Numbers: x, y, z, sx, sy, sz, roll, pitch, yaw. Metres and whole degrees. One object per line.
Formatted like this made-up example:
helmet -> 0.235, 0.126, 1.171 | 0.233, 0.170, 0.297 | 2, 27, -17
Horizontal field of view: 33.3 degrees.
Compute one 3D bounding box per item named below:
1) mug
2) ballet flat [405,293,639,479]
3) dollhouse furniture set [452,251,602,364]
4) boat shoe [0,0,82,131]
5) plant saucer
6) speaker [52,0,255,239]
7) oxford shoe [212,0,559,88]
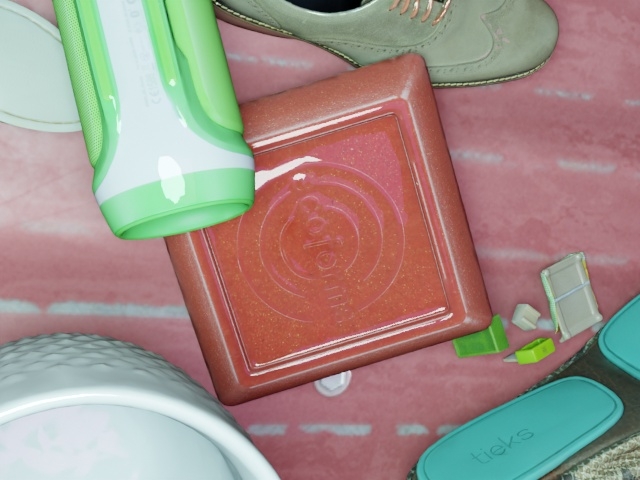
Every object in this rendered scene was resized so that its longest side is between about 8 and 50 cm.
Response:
mug -> -0.219, 0.231, 0.758 | 0.374, 0.328, 0.276 | -40, 106, -10
ballet flat -> 0.294, 0.172, 1.021 | 0.483, 0.164, 0.182 | -31, 125, -15
dollhouse furniture set -> 0.200, 0.072, 1.037 | 0.152, 0.058, 0.076 | -23, 96, -34
boat shoe -> -0.293, -0.142, 0.818 | 0.255, 0.079, 0.095 | 14, 78, -33
plant saucer -> 0.000, 0.000, 0.913 | 0.259, 0.048, 0.258 | -17, 104, -1
speaker -> -0.137, -0.156, 0.813 | 0.131, 0.131, 0.296 | -12, 83, -16
oxford shoe -> 0.062, -0.198, 0.903 | 0.348, 0.130, 0.123 | 6, 94, -19
